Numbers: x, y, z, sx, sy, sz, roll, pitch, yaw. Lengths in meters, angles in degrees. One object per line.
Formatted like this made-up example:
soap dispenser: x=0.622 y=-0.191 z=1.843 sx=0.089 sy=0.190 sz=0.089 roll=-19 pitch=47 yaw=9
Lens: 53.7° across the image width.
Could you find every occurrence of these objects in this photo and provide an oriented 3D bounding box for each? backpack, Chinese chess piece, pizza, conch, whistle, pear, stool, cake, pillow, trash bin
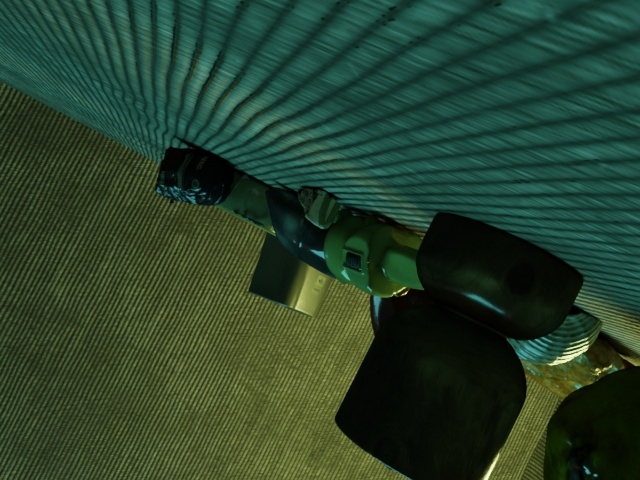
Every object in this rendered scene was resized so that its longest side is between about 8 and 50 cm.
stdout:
backpack: x=-0.266 y=-0.137 z=1.330 sx=0.165 sy=0.120 sz=0.106 roll=6 pitch=170 yaw=30
Chinese chess piece: x=-0.159 y=-0.088 z=1.454 sx=0.238 sy=0.092 sz=0.238 roll=28 pitch=177 yaw=1
pizza: x=0.510 y=0.242 z=1.185 sx=0.440 sy=0.130 sz=0.406 roll=32 pitch=168 yaw=23
conch: x=0.347 y=0.141 z=0.966 sx=0.135 sy=0.102 sz=0.153 roll=12 pitch=180 yaw=-14
whistle: x=0.091 y=0.025 z=0.995 sx=0.106 sy=0.131 sz=0.288 roll=-6 pitch=-169 yaw=-28
pear: x=0.457 y=0.313 z=0.749 sx=0.413 sy=0.352 sz=0.352 roll=35 pitch=175 yaw=-21
stool: x=0.151 y=0.126 z=0.706 sx=0.179 sy=0.264 sz=0.179 roll=27 pitch=177 yaw=2
cake: x=-0.006 y=-0.070 z=1.055 sx=0.051 sy=0.055 sz=0.140 roll=26 pitch=-165 yaw=-19
pillow: x=0.000 y=0.000 z=1.268 sx=0.250 sy=0.106 sz=0.186 roll=32 pitch=161 yaw=17
trash bin: x=-0.063 y=0.062 z=1.734 sx=0.219 sy=0.250 sz=0.220 roll=16 pitch=171 yaw=41

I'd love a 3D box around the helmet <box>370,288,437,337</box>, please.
helmet: x=0.233 y=0.190 z=1.274 sx=0.230 sy=0.385 sz=0.337 roll=-7 pitch=-154 yaw=-2
